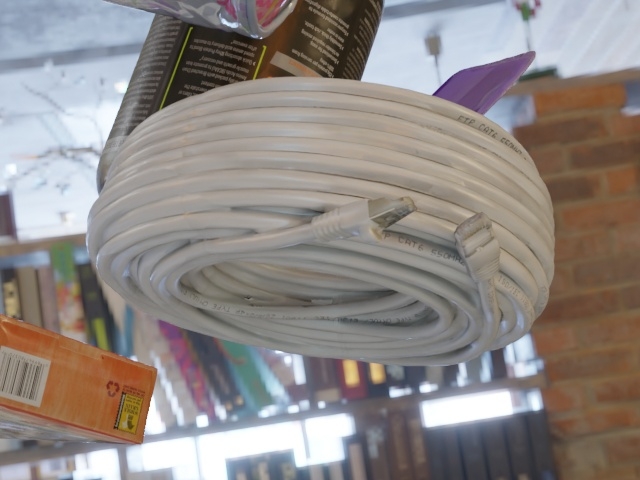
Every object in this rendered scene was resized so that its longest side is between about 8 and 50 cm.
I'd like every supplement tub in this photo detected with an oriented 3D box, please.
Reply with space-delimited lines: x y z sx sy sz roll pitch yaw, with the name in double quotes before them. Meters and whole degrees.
"supplement tub" -0.075 -0.108 1.076 0.193 0.316 0.193 18 -14 5

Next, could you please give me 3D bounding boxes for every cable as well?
"cable" 0.000 0.000 0.682 0.257 0.089 0.257 0 -20 22

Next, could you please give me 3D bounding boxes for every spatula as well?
"spatula" 0.055 -0.053 0.786 0.084 0.030 0.296 -47 0 -16

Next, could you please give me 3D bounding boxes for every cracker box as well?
"cracker box" -0.264 0.113 0.975 0.232 0.067 0.155 -6 -23 44

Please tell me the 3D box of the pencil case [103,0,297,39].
"pencil case" -0.136 -0.208 0.734 0.273 0.113 0.124 19 -31 12
